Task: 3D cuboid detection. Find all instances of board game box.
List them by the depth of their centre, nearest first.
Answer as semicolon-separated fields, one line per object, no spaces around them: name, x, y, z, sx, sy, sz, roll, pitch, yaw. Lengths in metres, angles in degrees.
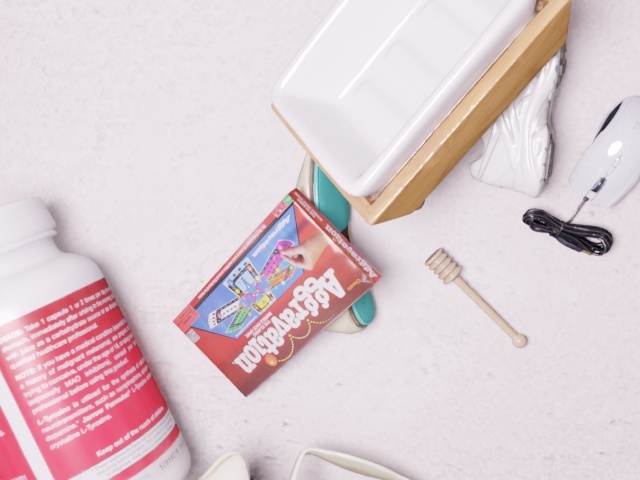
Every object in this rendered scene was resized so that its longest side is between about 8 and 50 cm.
board game box;-0.064;0.075;0.953;0.145;0.027;0.281;45;125;1

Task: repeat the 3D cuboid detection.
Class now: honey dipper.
honey dipper;0.196;0.073;0.943;0.161;0.030;0.030;43;106;-1

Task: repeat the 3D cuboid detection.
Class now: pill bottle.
pill bottle;-0.348;0.164;0.973;0.229;0.229;0.407;-23;95;15

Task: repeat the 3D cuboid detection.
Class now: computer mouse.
computer mouse;0.324;-0.077;0.878;0.106;0.042;0.193;30;105;6

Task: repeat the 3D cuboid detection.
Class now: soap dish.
soap dish;0.100;-0.186;0.825;0.291;0.118;0.229;-49;52;16

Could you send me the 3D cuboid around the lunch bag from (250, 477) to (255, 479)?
lunch bag;-0.110;0.357;1.044;0.098;0.065;0.067;23;89;8

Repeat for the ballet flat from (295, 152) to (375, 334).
ballet flat;0.000;0.000;0.949;0.086;0.086;0.248;-10;99;14

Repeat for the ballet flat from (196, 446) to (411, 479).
ballet flat;-0.040;0.349;0.946;0.483;0.164;0.182;4;75;-11

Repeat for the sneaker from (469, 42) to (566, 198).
sneaker;0.212;-0.167;0.864;0.115;0.090;0.232;8;98;20
